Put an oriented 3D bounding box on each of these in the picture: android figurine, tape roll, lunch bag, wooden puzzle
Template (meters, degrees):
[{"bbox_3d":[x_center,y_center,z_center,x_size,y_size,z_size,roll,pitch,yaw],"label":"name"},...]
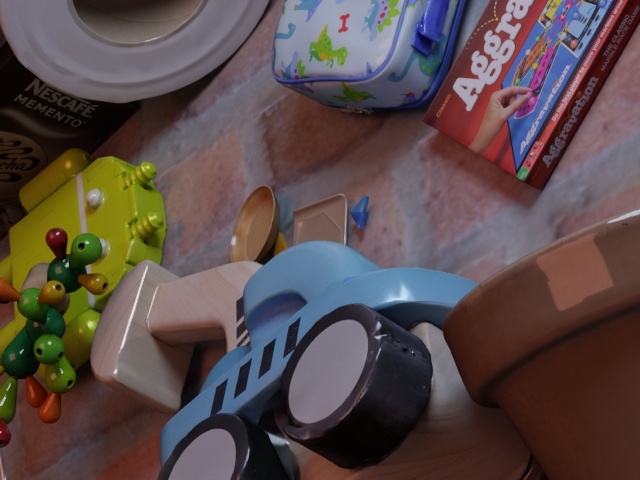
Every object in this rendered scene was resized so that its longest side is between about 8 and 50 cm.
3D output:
[{"bbox_3d":[-0.253,0.019,1.798,0.273,0.056,0.248,-34,50,34],"label":"android figurine"},{"bbox_3d":[-0.186,-0.276,1.690,0.286,0.286,0.100,-49,43,19],"label":"tape roll"},{"bbox_3d":[0.055,-0.224,1.556,0.176,0.090,0.219,3,74,48],"label":"lunch bag"},{"bbox_3d":[0.000,0.000,1.569,0.116,0.014,0.078,-11,69,44],"label":"wooden puzzle"}]

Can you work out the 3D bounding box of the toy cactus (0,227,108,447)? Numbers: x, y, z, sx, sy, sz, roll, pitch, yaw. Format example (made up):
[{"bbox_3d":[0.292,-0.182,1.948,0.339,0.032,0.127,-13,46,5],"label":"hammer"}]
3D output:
[{"bbox_3d":[-0.274,0.073,1.663,0.180,0.112,0.219,-110,36,-65],"label":"toy cactus"}]

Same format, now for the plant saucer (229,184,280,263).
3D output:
[{"bbox_3d":[-0.058,-0.010,1.621,0.083,0.015,0.083,-44,36,44],"label":"plant saucer"}]

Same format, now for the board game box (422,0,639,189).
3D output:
[{"bbox_3d":[0.200,-0.193,1.435,0.145,0.027,0.281,36,100,50],"label":"board game box"}]

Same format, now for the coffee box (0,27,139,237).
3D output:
[{"bbox_3d":[-0.360,-0.126,1.891,0.297,0.168,0.119,-40,47,28],"label":"coffee box"}]

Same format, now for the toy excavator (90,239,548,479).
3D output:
[{"bbox_3d":[-0.024,0.111,1.431,0.433,0.222,0.445,-40,33,28],"label":"toy excavator"}]

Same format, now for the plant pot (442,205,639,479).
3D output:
[{"bbox_3d":[0.234,0.115,1.115,0.263,0.263,0.229,-30,70,35],"label":"plant pot"}]

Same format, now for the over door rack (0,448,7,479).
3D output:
[{"bbox_3d":[-0.369,0.257,1.746,0.239,0.108,0.324,-32,70,31],"label":"over door rack"}]
